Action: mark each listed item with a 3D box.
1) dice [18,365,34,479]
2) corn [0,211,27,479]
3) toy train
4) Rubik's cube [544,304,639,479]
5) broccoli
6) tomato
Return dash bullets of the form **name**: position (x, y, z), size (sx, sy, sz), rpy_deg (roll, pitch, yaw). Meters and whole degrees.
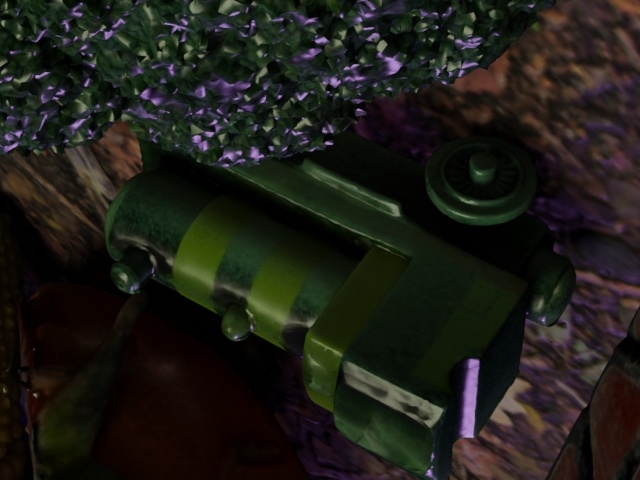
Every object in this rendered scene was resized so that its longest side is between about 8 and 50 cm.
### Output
- **dice**: position (-0.357, 0.172, 1.063), size (0.277, 0.304, 0.304), rpy_deg (-1, 146, 28)
- **corn**: position (-0.219, 0.123, 0.959), size (0.086, 0.288, 0.086), rpy_deg (1, 169, 0)
- **toy train**: position (0.000, 0.000, 0.649), size (0.200, 0.132, 0.083), rpy_deg (24, 147, 22)
- **Rubik's cube**: position (0.209, 0.112, 0.419), size (0.264, 0.319, 0.319), rpy_deg (49, 164, 44)
- **broccoli**: position (-0.042, -0.144, 0.429), size (0.269, 0.269, 0.254), rpy_deg (21, 141, 31)
- **tomato**: position (-0.088, 0.168, 0.933), size (0.170, 0.309, 0.309), rpy_deg (-2, 149, -8)
